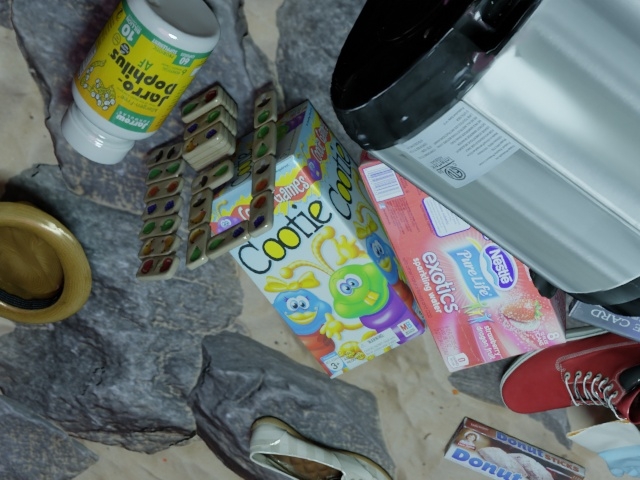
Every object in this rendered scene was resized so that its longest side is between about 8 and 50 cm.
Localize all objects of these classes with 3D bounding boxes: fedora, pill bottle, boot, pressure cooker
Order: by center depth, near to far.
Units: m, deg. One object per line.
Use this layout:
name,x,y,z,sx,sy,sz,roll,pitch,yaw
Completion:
pressure cooker,0.264,-0.135,1.405,0.420,0.370,0.376,34,92,-16
pill bottle,-0.213,-0.190,1.775,0.117,0.118,0.208,33,121,-11
boot,0.325,0.180,1.879,0.244,0.176,0.088,-23,110,22
fedora,-0.370,0.016,1.950,0.194,0.079,0.194,4,128,5

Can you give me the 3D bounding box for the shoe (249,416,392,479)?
shoe,0.000,0.313,2.085,0.219,0.058,0.077,26,122,-7

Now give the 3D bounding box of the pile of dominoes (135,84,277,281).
pile of dominoes,-0.139,-0.070,1.757,0.196,0.251,0.040,-27,128,24

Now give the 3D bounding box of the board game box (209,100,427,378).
board game box,0.000,0.000,1.842,0.142,0.144,0.275,-28,114,23

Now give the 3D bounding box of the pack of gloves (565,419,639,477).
pack of gloves,0.437,0.266,1.923,0.195,0.046,0.232,-18,151,22

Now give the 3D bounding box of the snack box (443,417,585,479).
snack box,0.258,0.295,2.054,0.178,0.022,0.064,23,123,-6

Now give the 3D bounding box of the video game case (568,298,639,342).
video game case,0.424,0.019,1.727,0.196,0.026,0.274,20,130,-7

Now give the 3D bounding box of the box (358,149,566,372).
box,0.172,-0.017,1.804,0.154,0.142,0.300,-17,118,18
